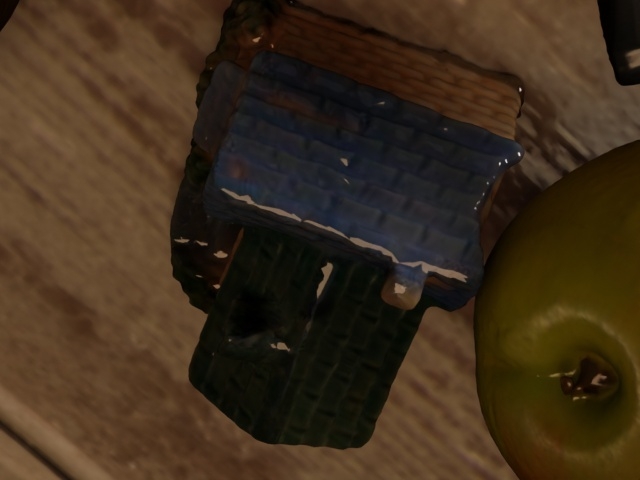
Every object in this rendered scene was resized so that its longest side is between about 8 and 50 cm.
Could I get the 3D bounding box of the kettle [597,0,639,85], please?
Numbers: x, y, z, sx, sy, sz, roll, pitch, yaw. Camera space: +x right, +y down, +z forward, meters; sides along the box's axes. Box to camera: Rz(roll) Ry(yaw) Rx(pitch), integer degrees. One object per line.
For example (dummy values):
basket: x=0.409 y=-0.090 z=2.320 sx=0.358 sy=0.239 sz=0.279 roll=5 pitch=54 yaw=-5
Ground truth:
kettle: x=0.265 y=-0.168 z=0.788 sx=0.308 sy=0.262 sz=0.203 roll=-6 pitch=148 yaw=6

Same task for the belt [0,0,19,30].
belt: x=-0.292 y=-0.199 z=0.902 sx=0.217 sy=0.122 sz=0.338 roll=-38 pitch=108 yaw=19

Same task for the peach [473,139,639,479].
peach: x=0.189 y=0.053 z=0.907 sx=0.231 sy=0.231 sz=0.231 roll=2 pitch=116 yaw=5

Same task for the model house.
model house: x=0.000 y=0.000 z=0.936 sx=0.166 sy=0.172 sz=0.183 roll=18 pitch=117 yaw=-4
